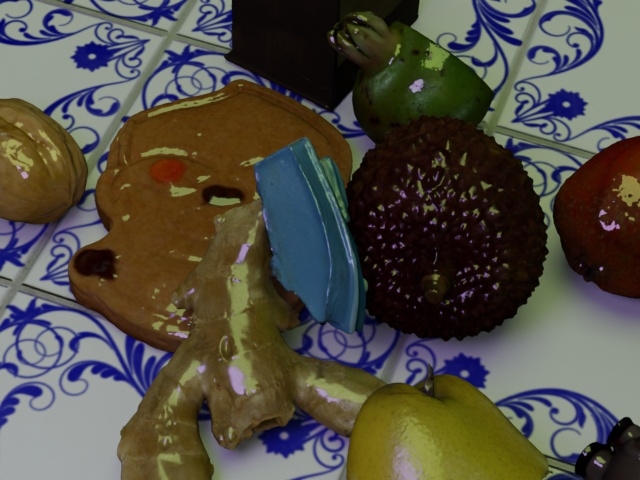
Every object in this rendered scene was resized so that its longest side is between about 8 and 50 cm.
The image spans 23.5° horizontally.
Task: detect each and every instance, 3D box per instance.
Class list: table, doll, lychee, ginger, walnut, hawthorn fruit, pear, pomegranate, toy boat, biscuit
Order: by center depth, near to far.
[{"bbox_3d":[0.112,0.238,1.711,0.267,0.267,0.178,-31,101,-23],"label":"pear"},{"bbox_3d":[0.413,0.316,1.761,0.182,0.117,0.257,-34,60,-23],"label":"doll"},{"bbox_3d":[0.000,0.000,1.824,0.098,0.109,0.237,0,70,-53],"label":"toy boat"},{"bbox_3d":[-0.118,0.156,1.850,0.363,0.122,0.348,-26,73,-11],"label":"ginger"},{"bbox_3d":[0.154,-0.015,1.915,0.276,0.275,0.304,5,31,2],"label":"lychee"},{"bbox_3d":[0.424,-0.048,1.984,0.205,0.205,0.253,36,73,24],"label":"hawthorn fruit"},{"bbox_3d":[-0.403,-0.103,2.043,0.207,0.159,0.159,34,58,23],"label":"walnut"},{"bbox_3d":[-0.134,-0.043,2.062,0.350,0.078,0.455,10,52,1],"label":"biscuit"},{"bbox_3d":[0.116,-0.203,2.095,0.190,0.241,0.159,38,91,32],"label":"pomegranate"},{"bbox_3d":[0.009,-0.387,2.192,0.196,0.282,0.250,30,57,19],"label":"table"}]
